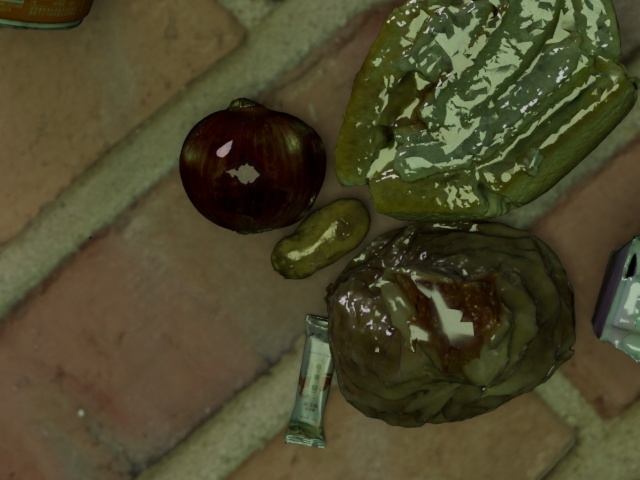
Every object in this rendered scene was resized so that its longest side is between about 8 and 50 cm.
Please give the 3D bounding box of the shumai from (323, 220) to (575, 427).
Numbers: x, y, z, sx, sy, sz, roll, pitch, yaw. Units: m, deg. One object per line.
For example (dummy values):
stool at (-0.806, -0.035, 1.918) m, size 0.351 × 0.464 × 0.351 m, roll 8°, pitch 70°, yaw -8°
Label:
shumai at (0.097, 0.072, 1.516) m, size 0.206 × 0.175 × 0.166 m, roll -21°, pitch 95°, yaw 9°

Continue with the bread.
bread at (0.128, -0.115, 1.509) m, size 0.186 × 0.124 × 0.257 m, roll 42°, pitch 97°, yaw 6°

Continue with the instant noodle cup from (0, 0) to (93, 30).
instant noodle cup at (-0.241, -0.268, 1.492) m, size 0.216 × 0.216 × 0.172 m, roll 16°, pitch 108°, yaw 3°

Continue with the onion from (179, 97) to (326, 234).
onion at (-0.055, -0.060, 1.548) m, size 0.117 × 0.118 × 0.118 m, roll -10°, pitch 97°, yaw 11°

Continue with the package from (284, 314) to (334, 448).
package at (-0.004, 0.118, 1.613) m, size 0.037 × 0.015 × 0.110 m, roll 12°, pitch 98°, yaw 9°

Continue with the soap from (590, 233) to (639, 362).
soap at (0.445, 0.062, 1.493) m, size 0.446 × 0.156 × 0.261 m, roll 15°, pitch 100°, yaw 3°

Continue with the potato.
potato at (0.000, 0.000, 1.582) m, size 0.092 × 0.046 × 0.045 m, roll -37°, pitch 93°, yaw -3°
